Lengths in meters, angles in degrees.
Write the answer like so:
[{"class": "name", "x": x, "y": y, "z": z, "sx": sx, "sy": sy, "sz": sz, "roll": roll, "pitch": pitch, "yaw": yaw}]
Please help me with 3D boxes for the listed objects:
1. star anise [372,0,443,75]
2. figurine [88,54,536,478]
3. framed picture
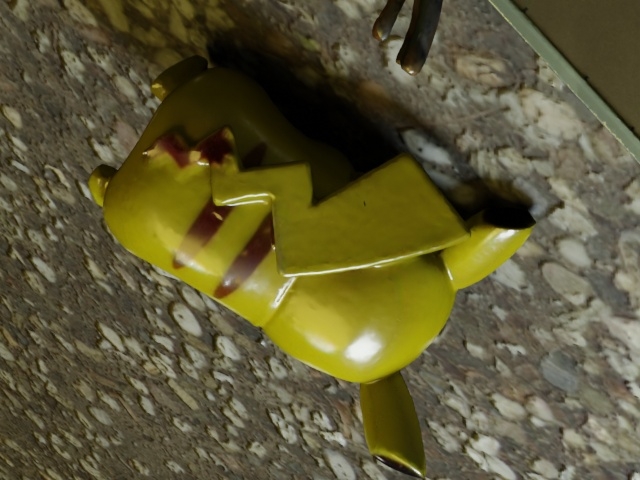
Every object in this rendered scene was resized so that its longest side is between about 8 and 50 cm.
[{"class": "star anise", "x": 0.016, "y": -0.231, "z": 1.077, "sx": 0.237, "sy": 0.148, "sz": 0.346, "roll": -19, "pitch": 131, "yaw": 7}, {"class": "figurine", "x": -0.006, "y": -0.004, "z": 1.449, "sx": 0.326, "sy": 0.218, "sz": 0.169, "roll": 32, "pitch": -166, "yaw": -4}, {"class": "framed picture", "x": 0.188, "y": -0.135, "z": 1.081, "sx": 0.142, "sy": 0.011, "sz": 0.183, "roll": -40, "pitch": 105, "yaw": 19}]
